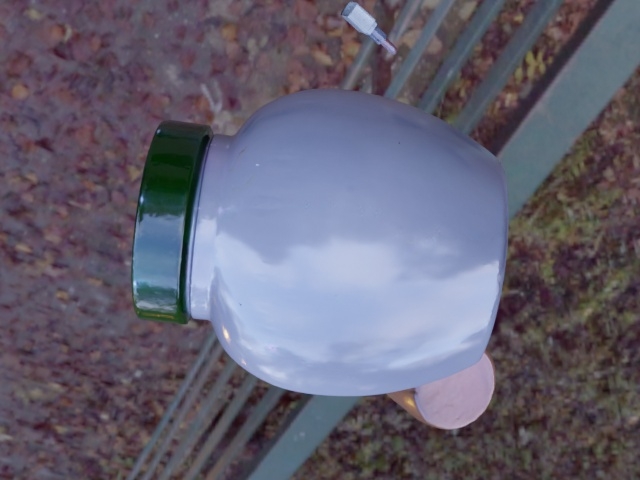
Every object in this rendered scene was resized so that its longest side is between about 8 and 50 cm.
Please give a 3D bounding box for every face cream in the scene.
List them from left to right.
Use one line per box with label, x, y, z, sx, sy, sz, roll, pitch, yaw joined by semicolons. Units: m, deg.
face cream;0.000;0.000;0.957;0.357;0.312;0.219;8;176;-2

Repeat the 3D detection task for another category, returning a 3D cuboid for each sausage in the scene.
sausage;0.113;0.141;1.161;0.121;0.304;0.121;-2;97;-14

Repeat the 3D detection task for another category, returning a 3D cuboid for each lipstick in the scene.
lipstick;0.077;-0.309;1.366;0.107;0.025;0.025;34;89;-33
